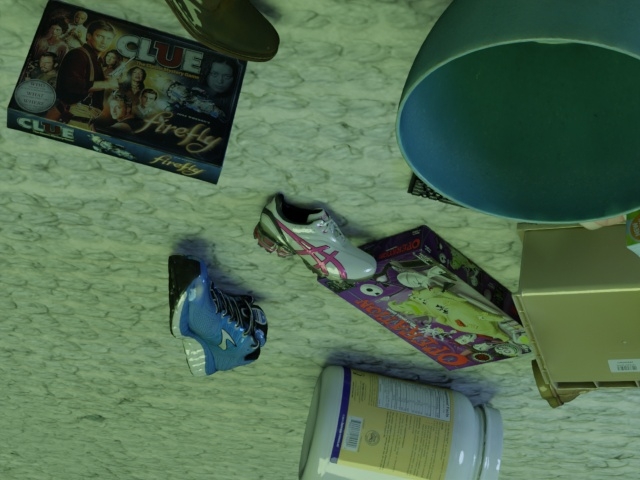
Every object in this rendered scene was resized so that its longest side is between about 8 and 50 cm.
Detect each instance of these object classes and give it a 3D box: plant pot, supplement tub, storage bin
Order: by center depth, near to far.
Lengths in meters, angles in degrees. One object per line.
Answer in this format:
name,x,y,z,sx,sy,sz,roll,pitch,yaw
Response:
plant pot,0.230,-0.175,1.096,0.290,0.195,0.290,7,149,4
storage bin,0.426,0.095,1.528,0.262,0.123,0.260,-5,139,23
supplement tub,0.142,0.371,1.992,0.331,0.241,0.241,12,149,-4

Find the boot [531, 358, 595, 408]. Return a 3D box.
boot,0.483,0.197,1.737,0.270,0.089,0.236,-16,172,15

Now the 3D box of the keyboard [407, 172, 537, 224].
keyboard,0.208,-0.066,1.443,0.180,0.023,0.108,13,149,2

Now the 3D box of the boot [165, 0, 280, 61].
boot,-0.106,-0.270,1.152,0.219,0.082,0.106,32,146,-30

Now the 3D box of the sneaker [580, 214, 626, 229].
sneaker,0.346,-0.055,1.392,0.070,0.051,0.134,-20,144,17

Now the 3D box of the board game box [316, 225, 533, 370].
board game box,0.185,0.101,1.721,0.208,0.056,0.347,-15,142,42

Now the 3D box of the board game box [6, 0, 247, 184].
board game box,-0.218,-0.172,1.268,0.243,0.165,0.042,15,149,-9

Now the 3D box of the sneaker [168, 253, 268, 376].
sneaker,-0.165,0.116,1.803,0.147,0.129,0.330,-8,151,3

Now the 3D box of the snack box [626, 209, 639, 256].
snack box,0.419,-0.087,1.175,0.174,0.207,0.070,-19,138,41

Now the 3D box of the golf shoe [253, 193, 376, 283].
golf shoe,0.000,0.000,1.568,0.186,0.067,0.086,24,124,-6
